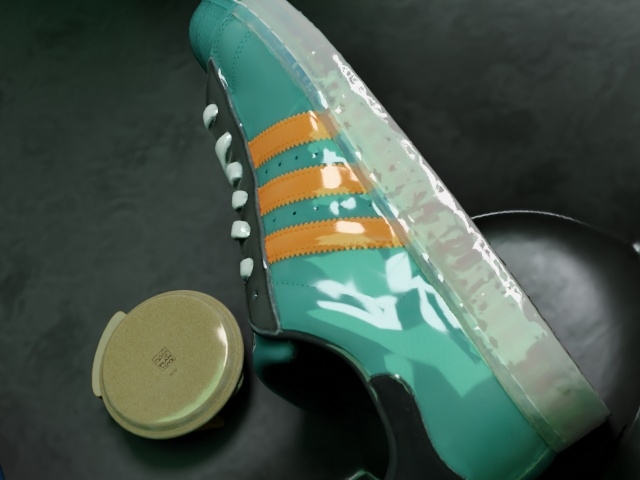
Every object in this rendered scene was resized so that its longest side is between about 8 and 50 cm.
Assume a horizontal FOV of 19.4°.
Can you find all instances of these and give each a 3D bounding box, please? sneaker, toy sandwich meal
[{"bbox_3d":[0.000,0.000,0.861,0.121,0.108,0.302,-37,57,2],"label":"sneaker"},{"bbox_3d":[-0.073,0.063,0.920,0.085,0.029,0.086,-9,63,18],"label":"toy sandwich meal"}]

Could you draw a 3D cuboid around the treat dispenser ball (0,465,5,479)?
[{"bbox_3d":[-0.278,0.149,0.828,0.288,0.288,0.288,-11,63,23],"label":"treat dispenser ball"}]
